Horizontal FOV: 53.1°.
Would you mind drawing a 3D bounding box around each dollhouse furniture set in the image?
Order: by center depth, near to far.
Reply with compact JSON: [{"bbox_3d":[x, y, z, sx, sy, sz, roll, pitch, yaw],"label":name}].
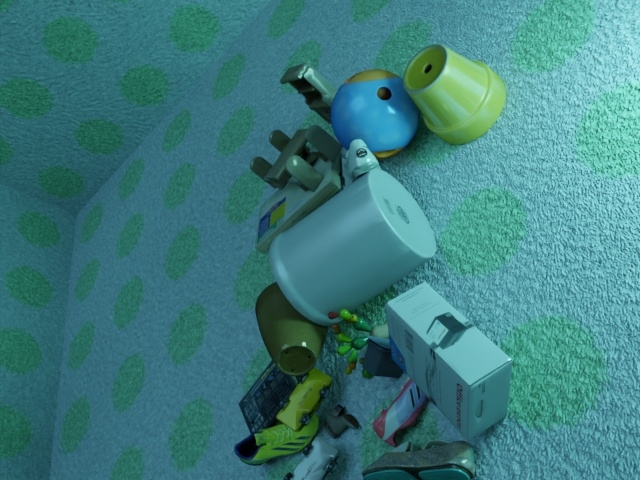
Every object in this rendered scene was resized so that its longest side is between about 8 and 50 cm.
[{"bbox_3d":[-0.094,-0.405,2.337,0.394,0.256,0.362,-57,25,-9],"label":"dollhouse furniture set"}]

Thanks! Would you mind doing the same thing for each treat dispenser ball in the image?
[{"bbox_3d":[0.176,-0.406,2.072,0.288,0.288,0.288,-27,50,37],"label":"treat dispenser ball"}]

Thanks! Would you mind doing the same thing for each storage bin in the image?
[{"bbox_3d":[0.185,0.327,1.760,0.098,0.135,0.091,26,100,52],"label":"storage bin"}]

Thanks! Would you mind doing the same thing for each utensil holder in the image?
[{"bbox_3d":[0.098,0.020,1.888,0.386,0.328,0.327,-36,45,26],"label":"utensil holder"}]

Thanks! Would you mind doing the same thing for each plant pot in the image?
[{"bbox_3d":[0.382,-0.451,1.909,0.254,0.239,0.253,-26,50,36],"label":"plant pot"},{"bbox_3d":[-0.078,0.282,1.942,0.237,0.237,0.254,-46,25,20],"label":"plant pot"}]

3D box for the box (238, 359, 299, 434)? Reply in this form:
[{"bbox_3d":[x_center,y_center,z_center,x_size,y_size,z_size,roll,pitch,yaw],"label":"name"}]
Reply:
[{"bbox_3d":[-0.159,0.517,2.083,0.232,0.059,0.183,-53,39,13],"label":"box"}]

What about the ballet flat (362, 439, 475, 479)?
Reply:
[{"bbox_3d":[0.246,0.550,1.589,0.316,0.107,0.106,-18,35,36],"label":"ballet flat"}]

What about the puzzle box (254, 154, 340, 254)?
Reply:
[{"bbox_3d":[-0.085,-0.155,2.361,0.409,0.052,0.272,-39,29,27],"label":"puzzle box"}]

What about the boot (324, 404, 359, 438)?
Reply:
[{"bbox_3d":[0.057,0.535,1.848,0.118,0.042,0.086,40,106,53],"label":"boot"}]

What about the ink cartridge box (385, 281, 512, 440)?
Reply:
[{"bbox_3d":[0.300,0.283,1.526,0.129,0.223,0.307,-27,43,-18],"label":"ink cartridge box"}]

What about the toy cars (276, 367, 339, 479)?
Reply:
[{"bbox_3d":[-0.031,0.562,1.836,0.177,0.087,0.393,-12,58,11],"label":"toy cars"}]

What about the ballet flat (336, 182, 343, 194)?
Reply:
[{"bbox_3d":[0.129,-0.205,2.196,0.188,0.070,0.070,-47,40,25],"label":"ballet flat"}]

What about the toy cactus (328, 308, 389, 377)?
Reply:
[{"bbox_3d":[0.128,0.282,1.833,0.181,0.112,0.218,-23,87,-1],"label":"toy cactus"}]

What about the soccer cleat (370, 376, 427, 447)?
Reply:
[{"bbox_3d":[0.238,0.430,1.686,0.095,0.083,0.248,43,97,20],"label":"soccer cleat"}]

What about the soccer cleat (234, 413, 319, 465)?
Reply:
[{"bbox_3d":[-0.134,0.601,1.941,0.289,0.121,0.093,-32,43,19],"label":"soccer cleat"}]

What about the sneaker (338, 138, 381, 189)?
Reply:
[{"bbox_3d":[0.125,-0.210,2.030,0.330,0.123,0.146,102,152,-69],"label":"sneaker"}]
